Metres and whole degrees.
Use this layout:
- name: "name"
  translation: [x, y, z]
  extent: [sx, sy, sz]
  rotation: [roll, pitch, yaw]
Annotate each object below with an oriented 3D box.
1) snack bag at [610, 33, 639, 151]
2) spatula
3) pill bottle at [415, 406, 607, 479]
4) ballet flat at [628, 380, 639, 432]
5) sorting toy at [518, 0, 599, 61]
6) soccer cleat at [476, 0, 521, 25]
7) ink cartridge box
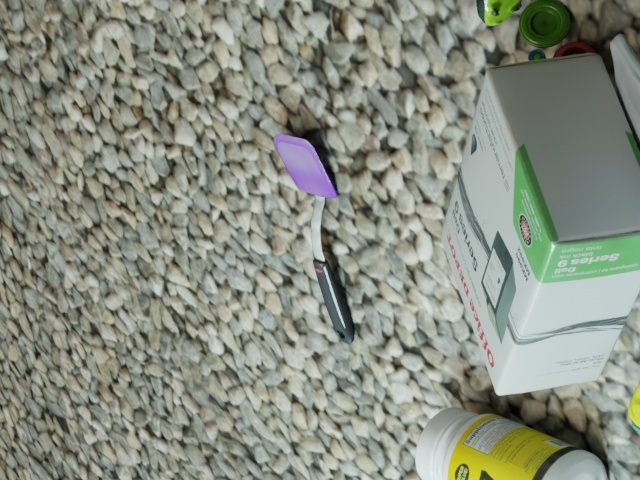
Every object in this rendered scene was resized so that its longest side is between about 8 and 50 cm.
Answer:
- name: "snack bag"
  translation: [0.338, 0.008, 1.722]
  extent: [0.323, 0.037, 0.343]
  rotation: [-107, 2, -61]
- name: "spatula"
  translation: [0.000, 0.000, 2.334]
  extent: [0.084, 0.030, 0.296]
  rotation: [17, 127, 48]
- name: "pill bottle"
  translation: [0.215, 0.268, 2.167]
  extent: [0.208, 0.119, 0.119]
  rotation: [19, 128, 46]
- name: "ballet flat"
  translation: [0.407, 0.197, 1.908]
  extent: [0.231, 0.077, 0.077]
  rotation: [31, 120, 40]
- name: "sorting toy"
  translation: [0.234, -0.187, 1.876]
  extent: [0.102, 0.061, 0.042]
  rotation: [56, -179, 20]
- name: "soccer cleat"
  translation: [0.178, -0.299, 1.861]
  extent: [0.072, 0.060, 0.179]
  rotation: [43, 137, 41]
- name: "ink cartridge box"
  translation: [0.221, -0.009, 1.853]
  extent: [0.289, 0.121, 0.211]
  rotation: [100, 157, -55]
